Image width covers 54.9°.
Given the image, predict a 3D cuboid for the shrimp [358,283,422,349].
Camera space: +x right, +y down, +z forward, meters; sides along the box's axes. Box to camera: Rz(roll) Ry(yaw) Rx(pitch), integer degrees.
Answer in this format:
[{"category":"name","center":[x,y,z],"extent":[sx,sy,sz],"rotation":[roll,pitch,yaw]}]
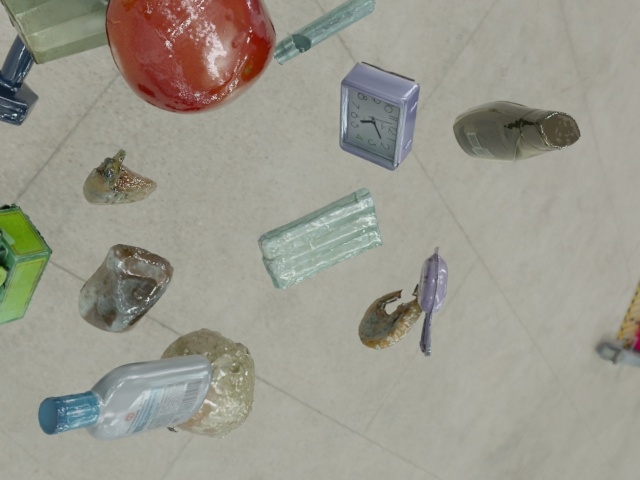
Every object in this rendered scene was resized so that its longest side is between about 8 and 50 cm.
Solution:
[{"category":"shrimp","center":[0.159,0.163,1.387],"extent":[0.188,0.132,0.051],"rotation":[-38,138,1]}]

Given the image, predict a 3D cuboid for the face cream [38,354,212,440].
[{"category":"face cream","center":[-0.354,0.299,1.148],"extent":[0.337,0.080,0.162],"rotation":[5,115,-55]}]

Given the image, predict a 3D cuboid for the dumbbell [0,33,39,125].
[{"category":"dumbbell","center":[-0.698,-0.433,1.442],"extent":[0.324,0.160,0.144],"rotation":[-49,174,23]}]

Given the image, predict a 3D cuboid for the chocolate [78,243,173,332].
[{"category":"chocolate","center":[-0.432,0.125,1.352],"extent":[0.157,0.080,0.254],"rotation":[23,128,-29]}]

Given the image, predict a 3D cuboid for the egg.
[{"category":"egg","center":[-0.293,0.366,1.584],"extent":[0.279,0.279,0.310],"rotation":[-41,143,-23]}]

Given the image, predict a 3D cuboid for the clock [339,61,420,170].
[{"category":"clock","center":[0.117,-0.249,1.253],"extent":[0.073,0.145,0.193],"rotation":[-51,156,-31]}]

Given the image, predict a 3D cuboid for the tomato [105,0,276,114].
[{"category":"tomato","center":[-0.202,-0.349,1.048],"extent":[0.298,0.226,0.298],"rotation":[-45,158,-24]}]

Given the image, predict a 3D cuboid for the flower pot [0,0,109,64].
[{"category":"flower pot","center":[-0.491,-0.443,1.195],"extent":[0.203,0.212,0.212],"rotation":[-31,131,-16]}]

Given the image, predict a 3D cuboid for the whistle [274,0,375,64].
[{"category":"whistle","center":[0.010,-0.564,1.635],"extent":[0.062,0.312,0.062],"rotation":[44,33,-40]}]

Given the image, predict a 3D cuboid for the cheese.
[{"category":"cheese","center":[0.193,0.104,1.082],"extent":[0.105,0.042,0.190],"rotation":[7,92,-88]}]

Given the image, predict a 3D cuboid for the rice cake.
[{"category":"rice cake","center":[0.000,0.000,1.061],"extent":[0.211,0.038,0.124],"rotation":[-21,125,-7]}]

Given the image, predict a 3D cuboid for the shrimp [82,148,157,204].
[{"category":"shrimp","center":[-0.451,-0.134,1.408],"extent":[0.168,0.317,0.077],"rotation":[-9,83,-26]}]

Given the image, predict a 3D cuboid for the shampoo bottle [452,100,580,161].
[{"category":"shampoo bottle","center":[0.371,-0.213,1.204],"extent":[0.084,0.350,0.125],"rotation":[-33,102,-5]}]

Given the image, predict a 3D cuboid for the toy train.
[{"category":"toy train","center":[-0.648,0.063,1.190],"extent":[0.188,0.159,0.271],"rotation":[-18,151,-53]}]
